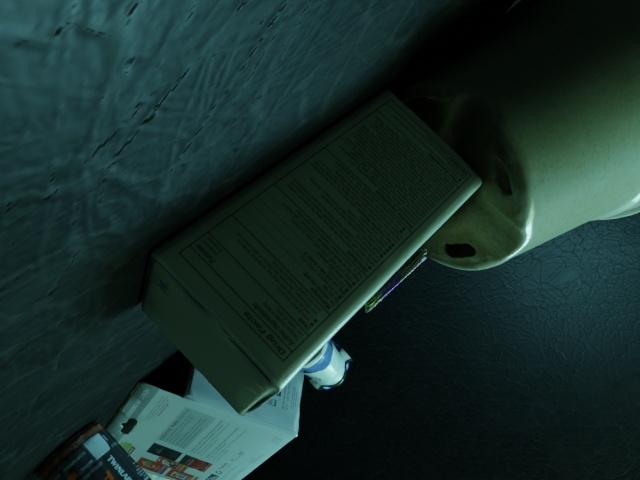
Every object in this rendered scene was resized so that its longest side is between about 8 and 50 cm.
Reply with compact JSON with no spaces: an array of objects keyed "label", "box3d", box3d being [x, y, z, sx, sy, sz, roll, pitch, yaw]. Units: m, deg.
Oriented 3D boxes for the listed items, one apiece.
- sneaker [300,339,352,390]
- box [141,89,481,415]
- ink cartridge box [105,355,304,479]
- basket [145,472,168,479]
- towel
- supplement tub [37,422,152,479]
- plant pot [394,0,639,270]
[{"label":"sneaker","box3d":[-0.034,0.249,1.301,0.127,0.182,0.315,-42,-150,-8]},{"label":"box","box3d":[0.000,0.000,0.541,0.311,0.148,0.121,-39,173,-33]},{"label":"ink cartridge box","box3d":[-0.224,0.311,1.016,0.309,0.272,0.130,-49,-156,38]},{"label":"basket","box3d":[-0.470,0.627,1.408,0.289,0.201,0.254,-53,-179,-34]},{"label":"towel","box3d":[0.074,0.039,0.564,0.083,0.009,0.060,-43,176,2]},{"label":"supplement tub","box3d":[-0.290,0.360,0.795,0.106,0.198,0.106,-45,174,-6]},{"label":"plant pot","box3d":[0.244,-0.122,0.702,0.306,0.333,0.334,-29,167,-32]}]
